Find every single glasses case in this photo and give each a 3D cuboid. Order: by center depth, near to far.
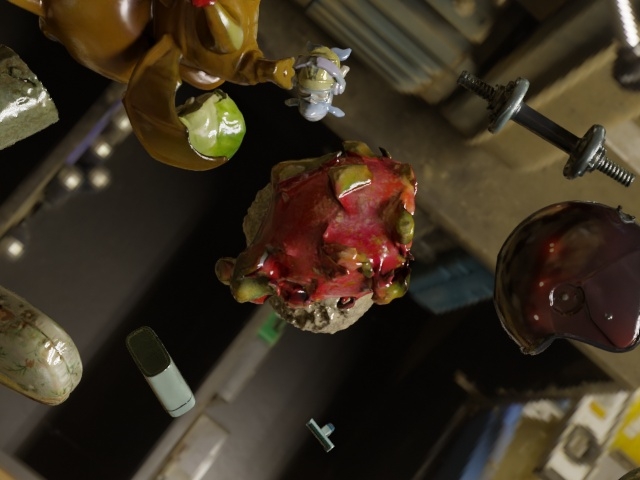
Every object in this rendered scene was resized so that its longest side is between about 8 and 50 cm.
[{"bbox_3d":[-0.506,0.090,1.624,0.098,0.425,0.156,-51,157,-33],"label":"glasses case"}]

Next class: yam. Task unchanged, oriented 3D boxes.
[{"bbox_3d":[-0.590,-0.192,1.905,0.304,0.168,0.168,-30,-179,-23],"label":"yam"}]

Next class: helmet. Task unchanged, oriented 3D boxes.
[{"bbox_3d":[0.312,0.048,1.453,0.216,0.193,0.189,-41,-178,14],"label":"helmet"}]

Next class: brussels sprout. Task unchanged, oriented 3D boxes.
[{"bbox_3d":[-0.201,-0.177,1.988,0.149,0.122,0.151,-35,-172,-8],"label":"brussels sprout"}]

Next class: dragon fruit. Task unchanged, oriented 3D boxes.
[{"bbox_3d":[0.000,0.000,0.982,0.207,0.150,0.133,-22,-135,27],"label":"dragon fruit"}]

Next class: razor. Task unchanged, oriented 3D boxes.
[{"bbox_3d":[0.011,0.371,2.309,0.037,0.068,0.191,-38,171,-2],"label":"razor"}]

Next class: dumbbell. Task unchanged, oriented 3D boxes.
[{"bbox_3d":[0.282,-0.139,1.484,0.081,0.254,0.081,-58,-179,1],"label":"dumbbell"}]

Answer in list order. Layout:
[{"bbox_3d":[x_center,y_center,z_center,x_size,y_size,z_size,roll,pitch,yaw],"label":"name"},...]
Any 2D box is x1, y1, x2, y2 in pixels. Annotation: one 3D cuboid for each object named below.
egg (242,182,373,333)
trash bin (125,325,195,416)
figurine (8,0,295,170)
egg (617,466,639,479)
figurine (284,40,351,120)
[{"bbox_3d":[-0.004,0.012,2.149,0.279,0.310,0.279,-17,165,-4],"label":"egg"},{"bbox_3d":[-0.279,0.228,2.064,0.059,0.130,0.116,-33,-131,-11],"label":"trash bin"},{"bbox_3d":[-0.229,-0.345,1.667,0.268,0.387,0.401,-53,149,-44],"label":"figurine"},{"bbox_3d":[0.482,0.393,1.624,0.217,0.183,0.183,-33,-165,23],"label":"egg"},{"bbox_3d":[-0.004,-0.334,2.443,0.184,0.128,0.208,93,8,-59],"label":"figurine"}]
